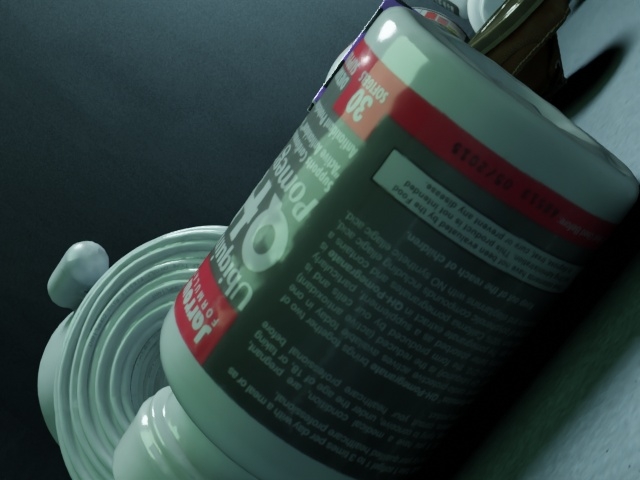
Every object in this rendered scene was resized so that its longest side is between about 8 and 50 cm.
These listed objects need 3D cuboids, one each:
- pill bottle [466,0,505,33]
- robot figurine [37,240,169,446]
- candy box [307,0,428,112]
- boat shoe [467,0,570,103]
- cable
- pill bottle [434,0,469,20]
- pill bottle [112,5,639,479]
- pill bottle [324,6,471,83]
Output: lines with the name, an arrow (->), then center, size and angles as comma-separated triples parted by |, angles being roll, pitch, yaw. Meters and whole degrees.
pill bottle -> 0.261, -0.325, 1.674 | 0.117, 0.117, 0.215 | -54, 3, 14
robot figurine -> -0.156, 0.128, 1.195 | 0.200, 0.300, 0.353 | -49, 11, -29
candy box -> 0.112, -0.169, 1.453 | 0.165, 0.196, 0.070 | -54, 2, -9
boat shoe -> 0.190, -0.167, 1.159 | 0.111, 0.104, 0.307 | -46, 0, -6
cable -> -0.089, 0.116, 0.957 | 0.089, 0.257, 0.257 | 35, -124, -62
pill bottle -> 0.223, -0.457, 1.960 | 0.161, 0.283, 0.161 | -52, -13, -18
pill bottle -> 0.019, 0.041, 0.702 | 0.318, 0.176, 0.176 | -54, 3, 14
pill bottle -> 0.132, -0.238, 1.827 | 0.210, 0.210, 0.363 | -53, 3, 21
